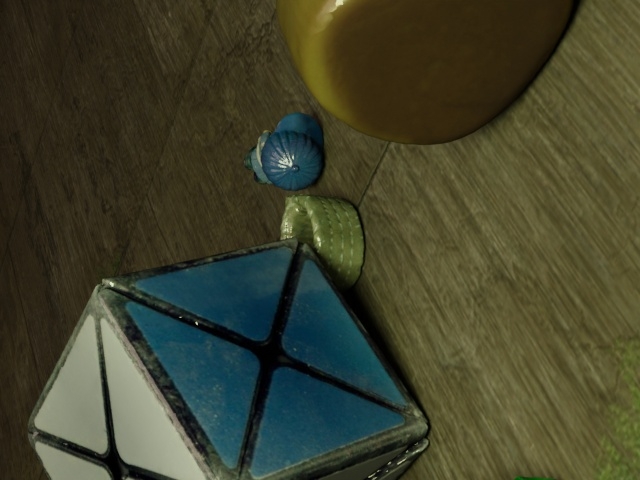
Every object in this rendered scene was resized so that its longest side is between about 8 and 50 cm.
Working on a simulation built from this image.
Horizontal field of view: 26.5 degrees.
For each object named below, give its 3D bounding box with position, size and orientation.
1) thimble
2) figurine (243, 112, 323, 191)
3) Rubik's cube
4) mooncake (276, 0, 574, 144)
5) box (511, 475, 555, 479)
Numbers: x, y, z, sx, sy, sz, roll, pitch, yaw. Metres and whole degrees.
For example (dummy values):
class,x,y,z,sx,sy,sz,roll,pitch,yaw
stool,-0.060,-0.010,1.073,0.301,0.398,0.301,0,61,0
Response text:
class,x,y,z,sx,sy,sz,roll,pitch,yaw
thimble,0.000,0.000,1.407,0.084,0.062,0.110,-49,45,45
figurine,-0.049,-0.088,1.505,0.077,0.079,0.136,55,147,-12
Rubik's cube,-0.096,0.184,1.296,0.260,0.259,0.255,57,137,26
mooncake,0.089,-0.186,1.125,0.235,0.234,0.117,-58,41,39
box,0.124,0.322,1.078,0.250,0.103,0.180,-62,35,38
